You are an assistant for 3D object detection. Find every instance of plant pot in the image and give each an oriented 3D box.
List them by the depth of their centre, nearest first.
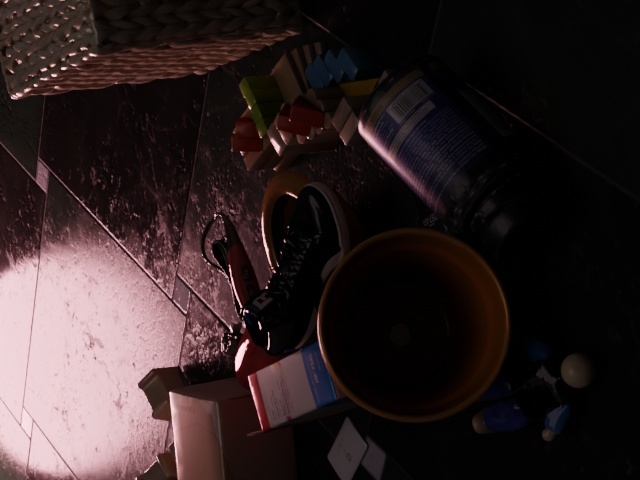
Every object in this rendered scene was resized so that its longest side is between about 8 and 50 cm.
[{"bbox_3d":[0.096,0.097,1.698,0.188,0.205,0.205,107,151,-84],"label":"plant pot"}]

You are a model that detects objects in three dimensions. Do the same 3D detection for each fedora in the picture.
[{"bbox_3d":[0.000,0.000,1.928,0.194,0.079,0.194,31,130,45],"label":"fedora"}]

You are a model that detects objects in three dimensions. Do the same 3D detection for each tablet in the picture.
[{"bbox_3d":[0.035,0.275,2.002,0.054,0.006,0.083,54,138,34],"label":"tablet"}]

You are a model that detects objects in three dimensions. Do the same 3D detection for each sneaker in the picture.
[{"bbox_3d":[-0.035,0.045,1.816,0.079,0.121,0.217,28,127,40],"label":"sneaker"}]

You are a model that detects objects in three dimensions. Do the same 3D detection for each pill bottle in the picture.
[{"bbox_3d":[0.151,-0.085,1.635,0.219,0.122,0.123,49,135,23],"label":"pill bottle"}]

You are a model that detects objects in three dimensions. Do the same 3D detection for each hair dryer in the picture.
[{"bbox_3d":[-0.101,0.096,2.039,0.293,0.080,0.224,25,132,60],"label":"hair dryer"}]

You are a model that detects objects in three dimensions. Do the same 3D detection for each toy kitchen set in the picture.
[{"bbox_3d":[-0.244,0.320,2.359,0.207,0.122,0.166,-46,57,26],"label":"toy kitchen set"}]

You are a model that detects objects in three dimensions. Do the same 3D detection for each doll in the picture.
[{"bbox_3d":[0.226,0.155,1.658,0.189,0.046,0.129,-28,75,55],"label":"doll"}]

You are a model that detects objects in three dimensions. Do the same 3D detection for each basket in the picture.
[{"bbox_3d":[-0.244,-0.354,1.991,0.328,0.331,0.267,-12,89,56],"label":"basket"}]

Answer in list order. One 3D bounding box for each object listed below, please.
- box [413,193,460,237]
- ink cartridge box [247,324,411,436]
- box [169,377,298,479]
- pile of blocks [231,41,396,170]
[{"bbox_3d":[0.144,-0.035,1.762,0.083,0.018,0.067,-30,72,54],"label":"box"},{"bbox_3d":[0.004,0.176,1.910,0.231,0.134,0.078,-30,73,53],"label":"ink cartridge box"},{"bbox_3d":[-0.113,0.355,2.134,0.148,0.121,0.311,1,98,56],"label":"box"},{"bbox_3d":[-0.022,-0.174,1.894,0.362,0.112,0.149,-10,89,56],"label":"pile of blocks"}]
